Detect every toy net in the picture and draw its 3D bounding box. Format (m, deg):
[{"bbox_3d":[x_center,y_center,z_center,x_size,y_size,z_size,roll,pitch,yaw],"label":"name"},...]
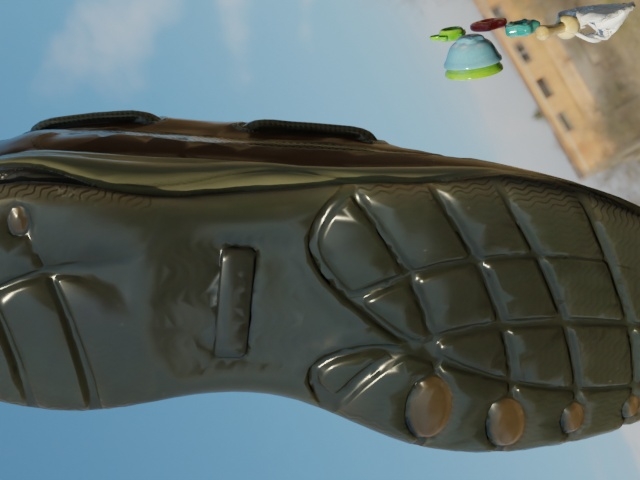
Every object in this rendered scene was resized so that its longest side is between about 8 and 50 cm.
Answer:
[{"bbox_3d":[0.251,-0.239,1.340,0.122,0.232,0.045,-107,6,-71],"label":"toy net"}]

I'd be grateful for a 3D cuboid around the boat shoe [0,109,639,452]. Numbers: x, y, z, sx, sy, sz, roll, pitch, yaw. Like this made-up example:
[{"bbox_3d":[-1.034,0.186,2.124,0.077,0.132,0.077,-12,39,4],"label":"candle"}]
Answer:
[{"bbox_3d":[0.000,0.000,0.470,0.120,0.324,0.122,-101,21,-61],"label":"boat shoe"}]
